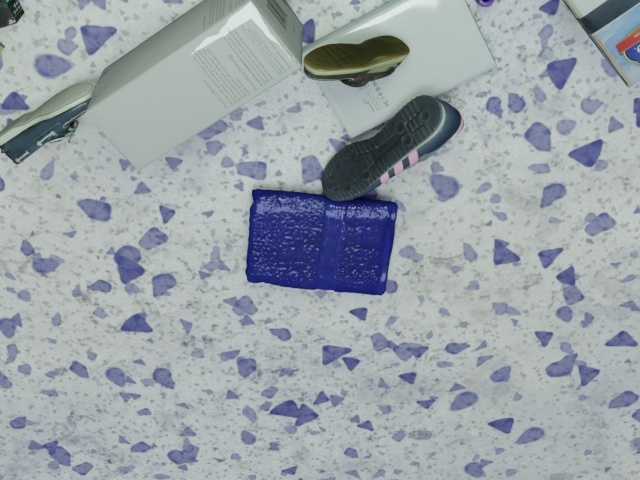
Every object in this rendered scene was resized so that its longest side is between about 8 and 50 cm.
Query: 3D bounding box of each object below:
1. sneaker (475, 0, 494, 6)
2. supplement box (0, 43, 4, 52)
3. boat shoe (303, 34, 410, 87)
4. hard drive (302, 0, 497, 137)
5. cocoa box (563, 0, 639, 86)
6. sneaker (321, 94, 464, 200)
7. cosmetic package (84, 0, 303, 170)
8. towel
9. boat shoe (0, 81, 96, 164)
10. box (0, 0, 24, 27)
[{"bbox_3d":[0.320,-0.480,1.553,0.068,0.071,0.169,15,123,-11],"label":"sneaker"},{"bbox_3d":[-0.635,-0.329,1.642,0.056,0.083,0.083,39,117,-25],"label":"supplement box"},{"bbox_3d":[0.062,-0.303,1.573,0.224,0.080,0.073,-21,144,-35],"label":"boat shoe"},{"bbox_3d":[0.145,-0.340,1.669,0.308,0.040,0.203,-25,122,16],"label":"hard drive"},{"bbox_3d":[0.567,-0.470,1.464,0.347,0.231,0.228,-35,119,22],"label":"cocoa box"},{"bbox_3d":[0.145,-0.164,1.759,0.319,0.112,0.131,-30,158,35],"label":"sneaker"},{"bbox_3d":[-0.222,-0.307,1.596,0.366,0.197,0.155,-29,121,21],"label":"cosmetic package"},{"bbox_3d":[0.000,0.000,1.895,0.309,0.076,0.227,5,118,-4],"label":"towel"},{"bbox_3d":[-0.513,-0.220,1.715,0.255,0.095,0.079,-26,120,18],"label":"boat shoe"},{"bbox_3d":[-0.578,-0.425,1.595,0.062,0.052,0.083,-13,125,10],"label":"box"}]
